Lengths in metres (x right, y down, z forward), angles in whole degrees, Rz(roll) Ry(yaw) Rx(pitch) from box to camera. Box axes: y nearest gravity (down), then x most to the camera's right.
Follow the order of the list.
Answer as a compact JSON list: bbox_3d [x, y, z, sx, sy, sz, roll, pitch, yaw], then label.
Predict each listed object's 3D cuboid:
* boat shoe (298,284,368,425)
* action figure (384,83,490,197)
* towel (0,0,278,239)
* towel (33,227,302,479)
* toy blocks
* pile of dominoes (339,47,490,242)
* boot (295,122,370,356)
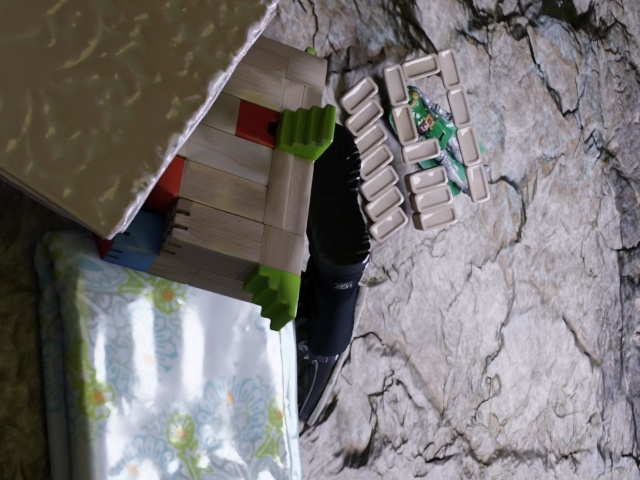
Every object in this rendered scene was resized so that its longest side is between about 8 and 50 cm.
[{"bbox_3d":[0.003,0.147,1.415,0.065,0.075,0.206,21,71,3],"label":"boat shoe"},{"bbox_3d":[0.171,-0.162,1.607,0.232,0.063,0.137,43,60,-30],"label":"action figure"},{"bbox_3d":[-0.250,-0.208,1.049,0.317,0.053,0.332,34,71,-4],"label":"towel"},{"bbox_3d":[-0.161,0.168,1.208,0.320,0.090,0.375,-4,88,-47],"label":"towel"},{"bbox_3d":[-0.143,-0.104,1.157,0.260,0.191,0.382,17,60,-19],"label":"toy blocks"},{"bbox_3d":[0.133,-0.138,1.546,0.195,0.040,0.251,-17,98,-13],"label":"pile of dominoes"},{"bbox_3d":[0.000,0.000,1.332,0.094,0.207,0.247,-3,54,-12],"label":"boot"}]
